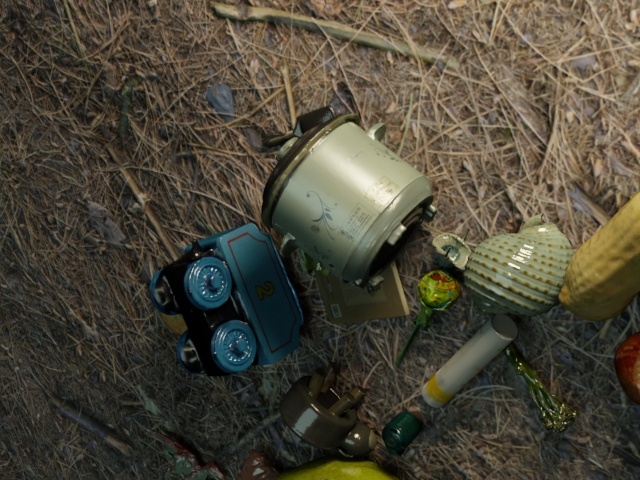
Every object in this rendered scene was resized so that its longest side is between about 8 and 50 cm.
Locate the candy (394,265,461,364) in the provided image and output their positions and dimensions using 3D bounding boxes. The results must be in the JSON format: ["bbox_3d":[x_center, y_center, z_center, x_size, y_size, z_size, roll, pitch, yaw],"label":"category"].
[{"bbox_3d":[0.196,0.157,1.776,0.077,0.073,0.262,32,130,10],"label":"candy"}]

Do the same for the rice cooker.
[{"bbox_3d":[0.040,-0.078,1.668,0.316,0.264,0.317,-1,84,12],"label":"rice cooker"}]

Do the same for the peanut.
[{"bbox_3d":[0.501,0.023,1.446,0.147,0.147,0.319,44,136,15],"label":"peanut"}]

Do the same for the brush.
[{"bbox_3d":[-0.043,-0.217,1.832,0.193,0.016,0.063,-14,98,39],"label":"brush"}]

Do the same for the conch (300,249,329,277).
[{"bbox_3d":[0.000,0.000,1.845,0.105,0.079,0.170,16,122,42],"label":"conch"}]

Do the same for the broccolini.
[{"bbox_3d":[0.386,0.260,1.689,0.067,0.058,0.216,-38,72,-1],"label":"broccolini"}]

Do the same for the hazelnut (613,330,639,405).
[{"bbox_3d":[0.556,0.217,1.489,0.154,0.143,0.143,23,121,9],"label":"hazelnut"}]

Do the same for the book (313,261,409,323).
[{"bbox_3d":[0.080,0.098,1.863,0.198,0.016,0.138,-10,101,39],"label":"book"}]

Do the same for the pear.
[{"bbox_3d":[0.020,0.553,1.964,0.255,0.164,0.238,34,100,32],"label":"pear"}]

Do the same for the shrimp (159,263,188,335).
[{"bbox_3d":[-0.312,0.106,2.135,0.169,0.058,0.296,51,132,12],"label":"shrimp"}]

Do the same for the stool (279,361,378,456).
[{"bbox_3d":[0.026,0.356,1.937,0.139,0.228,0.153,-53,30,16],"label":"stool"}]

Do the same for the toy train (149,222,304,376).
[{"bbox_3d":[-0.191,0.125,1.913,0.188,0.265,0.300,-14,100,49],"label":"toy train"}]

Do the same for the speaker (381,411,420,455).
[{"bbox_3d":[0.161,0.402,1.883,0.060,0.075,0.094,42,136,16],"label":"speaker"}]

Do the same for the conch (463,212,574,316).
[{"bbox_3d":[0.337,0.056,1.583,0.172,0.131,0.200,37,126,21],"label":"conch"}]

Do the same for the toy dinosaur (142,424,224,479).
[{"bbox_3d":[-0.359,0.546,2.334,0.242,0.053,0.167,52,128,9],"label":"toy dinosaur"}]

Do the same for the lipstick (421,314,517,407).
[{"bbox_3d":[0.277,0.230,1.720,0.059,0.059,0.264,47,136,12],"label":"lipstick"}]

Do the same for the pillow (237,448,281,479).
[{"bbox_3d":[-0.118,0.636,2.170,0.236,0.084,0.223,34,124,22],"label":"pillow"}]

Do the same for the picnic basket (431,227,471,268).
[{"bbox_3d":[0.244,0.018,1.683,0.083,0.065,0.083,45,144,13],"label":"picnic basket"}]
